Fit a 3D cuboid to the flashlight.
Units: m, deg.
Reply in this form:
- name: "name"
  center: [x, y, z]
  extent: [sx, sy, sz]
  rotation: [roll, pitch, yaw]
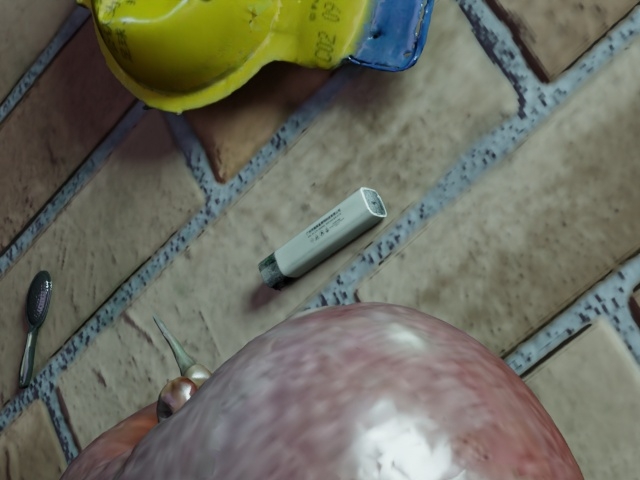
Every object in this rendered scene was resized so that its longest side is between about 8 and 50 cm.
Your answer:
- name: "flashlight"
  center: [0.000, 0.000, 0.676]
  extent: [0.083, 0.018, 0.018]
  rotation: [-36, 62, 30]

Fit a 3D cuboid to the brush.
- name: "brush"
  center: [-0.199, 0.062, 0.839]
  extent: [0.024, 0.008, 0.083]
  rotation: [10, 89, 37]

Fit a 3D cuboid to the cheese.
- name: "cheese"
  center: [-0.049, -0.156, 0.710]
  extent: [0.270, 0.069, 0.177]
  rotation: [15, 95, 36]

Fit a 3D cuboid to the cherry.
- name: "cherry"
  center: [0.006, 0.163, 0.522]
  extent: [0.261, 0.221, 0.308]
  rotation: [-33, 75, 37]
